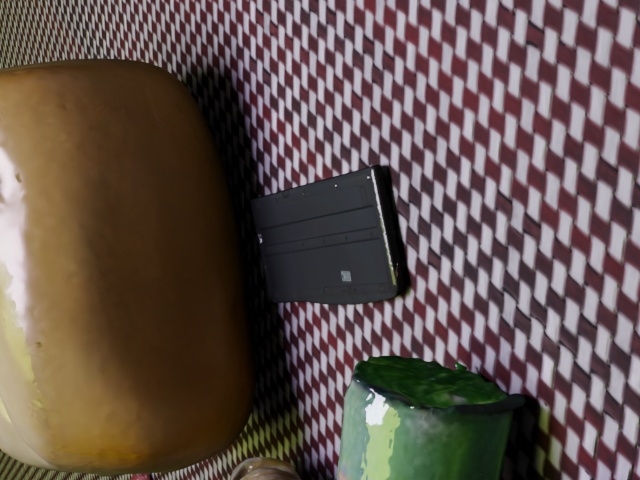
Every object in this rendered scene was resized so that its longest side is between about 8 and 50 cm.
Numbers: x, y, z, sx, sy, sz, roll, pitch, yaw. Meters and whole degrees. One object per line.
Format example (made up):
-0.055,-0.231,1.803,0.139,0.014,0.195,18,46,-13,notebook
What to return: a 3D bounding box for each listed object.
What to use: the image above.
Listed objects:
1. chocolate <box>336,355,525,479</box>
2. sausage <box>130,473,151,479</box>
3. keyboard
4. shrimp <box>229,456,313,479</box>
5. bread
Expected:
0.047,0.224,0.855,0.110,0.110,0.291,-154,70,-64,chocolate
-0.231,0.398,1.845,0.029,0.029,0.223,-139,42,-58,sausage
0.013,-0.003,1.023,0.381,0.041,0.103,174,84,-75,keyboard
-0.036,0.302,1.184,0.360,0.085,0.246,172,88,-80,shrimp
-0.198,0.028,1.263,0.348,0.253,0.376,168,92,-74,bread
